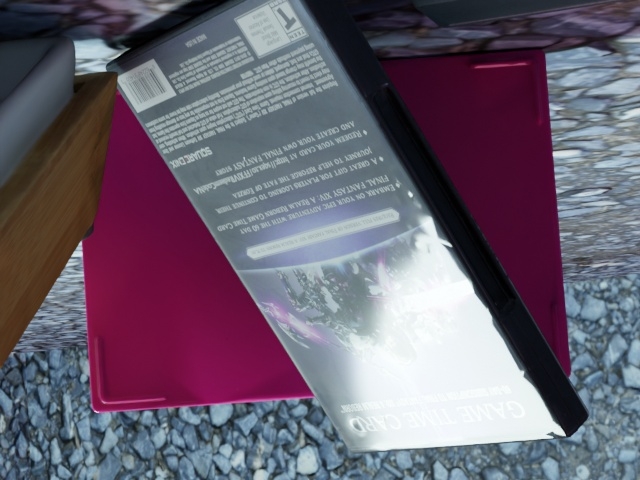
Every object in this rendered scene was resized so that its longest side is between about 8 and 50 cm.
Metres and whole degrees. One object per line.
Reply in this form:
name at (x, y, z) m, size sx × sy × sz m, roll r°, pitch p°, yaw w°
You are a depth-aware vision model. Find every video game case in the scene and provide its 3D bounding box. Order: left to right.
video game case at (0.008, -0.004, 0.893) m, size 0.026 × 0.274 × 0.196 m, roll -41°, pitch -165°, yaw -32°

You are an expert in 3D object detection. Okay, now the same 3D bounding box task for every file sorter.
file sorter at (0.000, 0.000, 1.096) m, size 0.290 × 0.202 × 0.182 m, roll -4°, pitch 176°, yaw 0°

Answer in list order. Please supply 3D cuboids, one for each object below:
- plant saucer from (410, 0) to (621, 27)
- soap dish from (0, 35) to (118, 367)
plant saucer at (0.140, -0.133, 0.838) m, size 0.192 × 0.018 × 0.067 m, roll -8°, pitch 172°, yaw 19°
soap dish at (-0.263, -0.009, 0.862) m, size 0.291 × 0.118 × 0.229 m, roll -7°, pitch -156°, yaw 11°
